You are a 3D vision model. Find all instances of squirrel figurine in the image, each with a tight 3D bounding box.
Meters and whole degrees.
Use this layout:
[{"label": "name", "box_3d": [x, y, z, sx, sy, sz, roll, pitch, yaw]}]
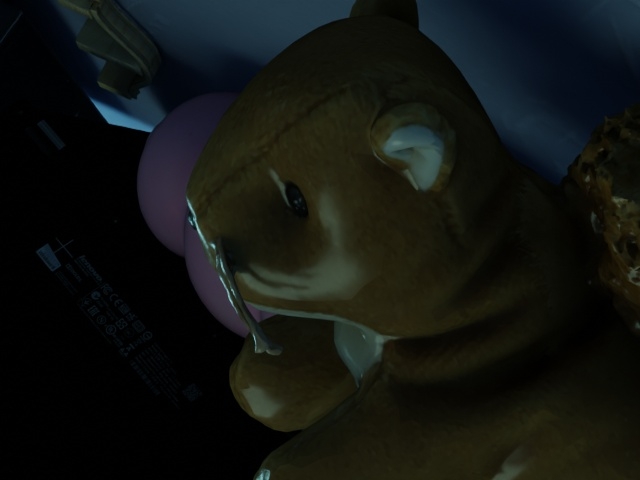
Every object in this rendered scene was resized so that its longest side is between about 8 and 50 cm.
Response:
[{"label": "squirrel figurine", "box_3d": [0.126, 0.026, 1.072, 0.281, 0.397, 0.370, -84, -29, -63]}]

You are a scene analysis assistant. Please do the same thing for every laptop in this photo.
[{"label": "laptop", "box_3d": [-0.152, 0.104, 1.505, 0.382, 0.408, 0.236, 48, 161, 20]}]

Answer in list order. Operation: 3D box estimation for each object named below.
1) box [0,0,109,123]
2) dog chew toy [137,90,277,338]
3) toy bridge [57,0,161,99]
[{"label": "box", "box_3d": [-0.363, -0.131, 1.668, 0.294, 0.183, 0.296, 29, 169, 19]}, {"label": "dog chew toy", "box_3d": [0.000, 0.000, 1.384, 0.332, 0.206, 0.206, 32, 170, 33]}, {"label": "toy bridge", "box_3d": [-0.156, -0.150, 1.512, 0.063, 0.026, 0.188, 25, 167, 11]}]
